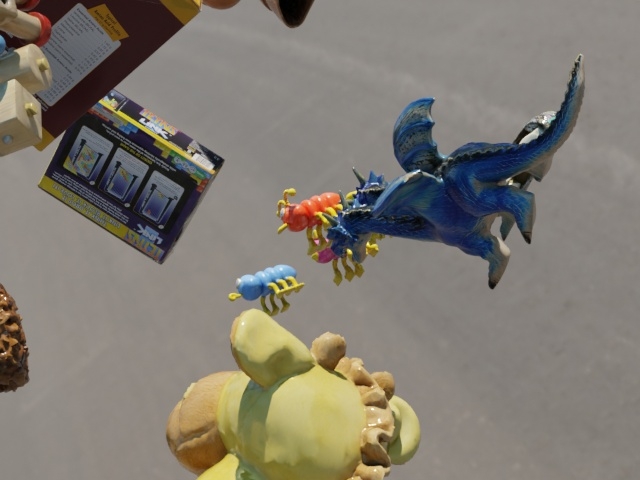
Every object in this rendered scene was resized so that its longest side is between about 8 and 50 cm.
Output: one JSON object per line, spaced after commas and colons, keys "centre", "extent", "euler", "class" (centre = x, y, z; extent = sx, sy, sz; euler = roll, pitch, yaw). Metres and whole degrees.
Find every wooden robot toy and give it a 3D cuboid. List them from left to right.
{"centre": [-0.205, -0.121, 0.803], "extent": [0.079, 0.173, 0.076], "euler": [-20, -16, 14], "class": "wooden robot toy"}

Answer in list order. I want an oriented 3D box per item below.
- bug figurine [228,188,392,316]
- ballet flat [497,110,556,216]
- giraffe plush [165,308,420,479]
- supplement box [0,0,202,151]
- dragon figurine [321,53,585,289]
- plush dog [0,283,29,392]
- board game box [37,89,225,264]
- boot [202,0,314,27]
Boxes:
{"centre": [0.000, 0.000, 1.848], "extent": [0.216, 0.072, 0.279], "euler": [-17, -22, -31], "class": "bug figurine"}
{"centre": [0.170, -0.065, 1.223], "extent": [0.114, 0.041, 0.041], "euler": [-56, 10, 27], "class": "ballet flat"}
{"centre": [-0.034, 0.128, 0.678], "extent": [0.210, 0.181, 0.170], "euler": [9, 69, 16], "class": "giraffe plush"}
{"centre": [-0.231, -0.223, 1.186], "extent": [0.194, 0.191, 0.129], "euler": [-38, 23, 17], "class": "supplement box"}
{"centre": [0.089, -0.046, 1.027], "extent": [0.289, 0.144, 0.085], "euler": [114, 176, -64], "class": "dragon figurine"}
{"centre": [-0.337, 0.082, 0.994], "extent": [0.225, 0.262, 0.210], "euler": [-58, -15, -22], "class": "plush dog"}
{"centre": [-0.214, -0.075, 1.580], "extent": [0.141, 0.170, 0.048], "euler": [-56, 1, 31], "class": "board game box"}
{"centre": [-0.071, -0.313, 1.572], "extent": [0.109, 0.220, 0.283], "euler": [-23, -30, -25], "class": "boot"}
